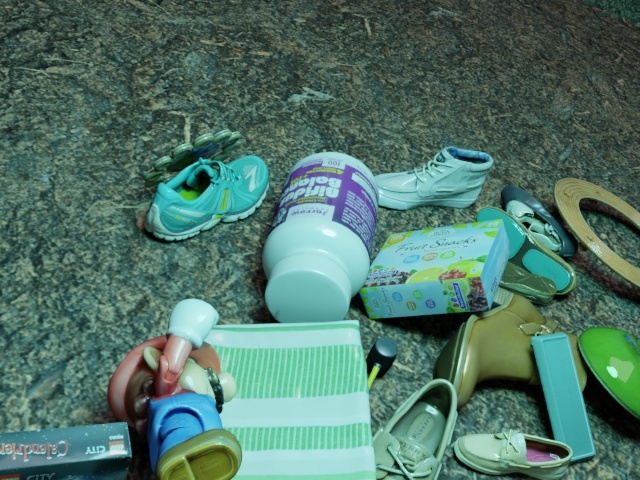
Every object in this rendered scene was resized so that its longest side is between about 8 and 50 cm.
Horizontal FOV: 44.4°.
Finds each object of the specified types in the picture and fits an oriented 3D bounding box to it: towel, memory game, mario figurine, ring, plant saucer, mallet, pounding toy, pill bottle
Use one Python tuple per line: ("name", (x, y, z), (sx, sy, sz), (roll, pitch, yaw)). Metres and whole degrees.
("towel", (-0.058, 0.229, 1.002), (0.248, 0.038, 0.325), (-2, 40, 1))
("memory game", (-0.215, -0.135, 1.325), (0.186, 0.186, 0.012), (-22, 81, -41))
("mario figurine", (-0.129, 0.196, 0.876), (0.170, 0.198, 0.320), (34, 5, -25))
("ring", (0.604, -0.003, 1.585), (0.337, 0.032, 0.336), (22, 36, -17))
("plant saucer", (0.366, 0.234, 1.171), (0.067, 0.018, 0.192), (-4, 78, -27))
("mallet", (0.064, 0.212, 1.110), (0.039, 0.062, 0.189), (27, 39, 7))
("pounding toy", (0.529, 0.194, 1.238), (0.237, 0.110, 0.183), (25, 30, -32))
("pill bottle", (0.000, 0.000, 1.251), (0.169, 0.169, 0.301), (17, 38, -4))

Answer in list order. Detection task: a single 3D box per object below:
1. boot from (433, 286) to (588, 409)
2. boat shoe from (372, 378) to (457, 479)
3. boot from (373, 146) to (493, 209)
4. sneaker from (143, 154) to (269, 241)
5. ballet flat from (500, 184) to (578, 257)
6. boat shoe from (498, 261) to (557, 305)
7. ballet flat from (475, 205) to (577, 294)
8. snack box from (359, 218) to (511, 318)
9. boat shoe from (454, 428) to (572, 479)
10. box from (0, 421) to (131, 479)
("boot", (0.301, 0.195, 1.221), (0.220, 0.109, 0.283), (30, 35, 1))
("boat shoe", (0.099, 0.290, 1.002), (0.109, 0.098, 0.302), (31, 39, 13))
("boot", (0.213, -0.133, 1.539), (0.258, 0.123, 0.095), (-2, 43, -26))
("sneaker", (-0.178, -0.088, 1.327), (0.107, 0.110, 0.275), (35, 40, 18))
("ballet flat", (0.423, -0.036, 1.562), (0.074, 0.074, 0.203), (-19, 54, -39))
("boat shoe", (0.347, 0.076, 1.420), (0.153, 0.048, 0.056), (17, 50, 7))
("ballet flat", (0.389, 0.024, 1.487), (0.232, 0.080, 0.073), (47, 17, 27))
("snack box", (0.188, 0.046, 1.272), (0.207, 0.070, 0.174), (-6, 28, 30))
("boat shoe", (0.274, 0.294, 1.105), (0.170, 0.059, 0.063), (10, 39, -12))
("box", (-0.323, 0.260, 0.806), (0.233, 0.159, 0.044), (0, 42, -24))
